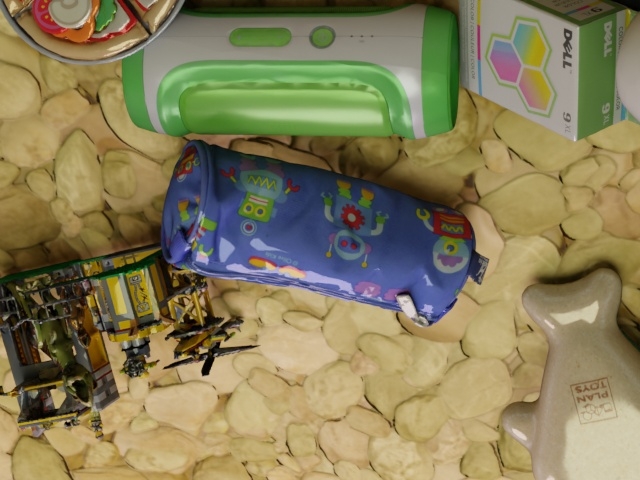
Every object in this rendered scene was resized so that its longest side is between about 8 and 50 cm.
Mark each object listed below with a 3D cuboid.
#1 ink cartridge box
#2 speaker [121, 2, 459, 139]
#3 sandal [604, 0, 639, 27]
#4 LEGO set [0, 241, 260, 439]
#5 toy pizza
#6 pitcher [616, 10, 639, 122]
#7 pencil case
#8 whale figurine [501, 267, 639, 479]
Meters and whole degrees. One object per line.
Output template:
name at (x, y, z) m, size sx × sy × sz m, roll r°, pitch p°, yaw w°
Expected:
ink cartridge box at (0.207, -0.157, 1.206) m, size 0.062 × 0.209 × 0.109 m, roll -24°, pitch 128°, yaw -27°
speaker at (-0.025, -0.155, 1.292) m, size 0.296 × 0.131 × 0.131 m, roll 1°, pitch 124°, yaw 10°
sandal at (0.303, -0.291, 1.094) m, size 0.167 × 0.107 × 0.446 m, roll 56°, pitch 154°, yaw 17°
LEGO set at (-0.242, 0.125, 1.446) m, size 0.331 × 0.255 × 0.192 m, roll -13°, pitch 97°, yaw 10°
toy pizza at (-0.207, -0.258, 1.253) m, size 0.201 × 0.032 × 0.201 m, roll 0°, pitch 89°, yaw 14°
pitcher at (0.345, -0.125, 1.049) m, size 0.207 × 0.177 × 0.125 m, roll 16°, pitch 114°, yaw 38°
pencil case at (0.000, 0.000, 1.347) m, size 0.306 × 0.133 × 0.119 m, roll 14°, pitch 145°, yaw -17°
whale figurine at (0.295, 0.160, 1.460) m, size 0.216 × 0.141 × 0.272 m, roll -16°, pitch 95°, yaw 21°
